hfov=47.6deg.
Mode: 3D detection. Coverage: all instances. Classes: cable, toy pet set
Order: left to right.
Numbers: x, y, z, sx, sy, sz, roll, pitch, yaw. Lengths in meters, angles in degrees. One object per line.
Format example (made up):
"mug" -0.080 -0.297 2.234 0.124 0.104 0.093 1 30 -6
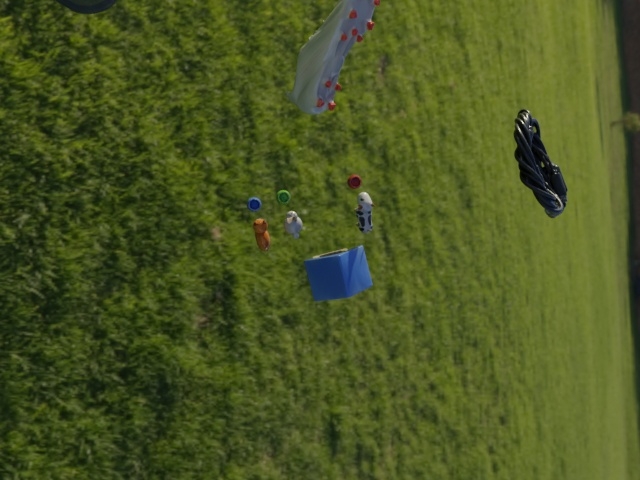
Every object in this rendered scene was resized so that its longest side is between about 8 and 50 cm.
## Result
"toy pet set" 0.000 0.000 0.719 0.065 0.122 0.114 -154 -130 -81
"cable" 0.342 -0.124 1.166 0.150 0.047 0.185 1 71 -56

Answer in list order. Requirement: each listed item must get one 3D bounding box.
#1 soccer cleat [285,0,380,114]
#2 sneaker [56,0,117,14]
"soccer cleat" 0.012 -0.265 0.972 0.068 0.076 0.196 9 109 -58
"sneaker" -0.165 -0.242 0.446 0.300 0.111 0.121 112 -20 -63
